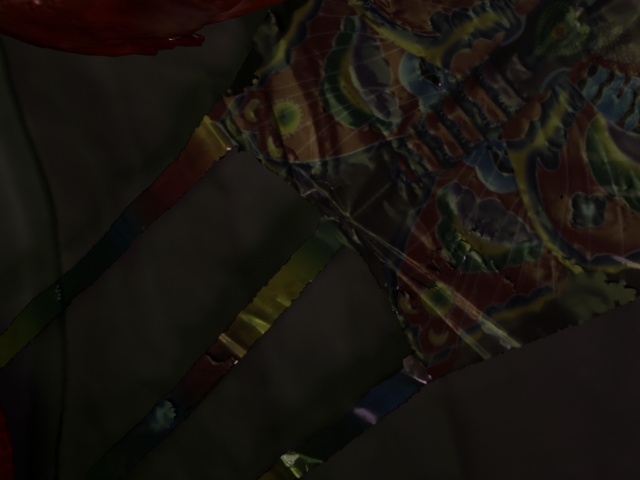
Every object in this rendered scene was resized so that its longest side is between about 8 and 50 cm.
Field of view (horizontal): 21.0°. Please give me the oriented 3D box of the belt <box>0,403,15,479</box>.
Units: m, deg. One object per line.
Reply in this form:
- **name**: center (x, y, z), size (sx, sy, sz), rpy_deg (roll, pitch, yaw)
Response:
- **belt**: center (-0.205, 0.090, 0.547), size (0.201, 0.124, 0.128), rpy_deg (-18, 94, 37)

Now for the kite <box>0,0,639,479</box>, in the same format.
- **kite**: center (0.000, 0.000, 0.488), size (0.285, 0.015, 0.152), rpy_deg (-41, 82, 28)

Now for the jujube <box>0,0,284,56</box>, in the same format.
- **jujube**: center (-0.019, -0.152, 0.365), size (0.243, 0.183, 0.183), rpy_deg (-40, 85, 21)
